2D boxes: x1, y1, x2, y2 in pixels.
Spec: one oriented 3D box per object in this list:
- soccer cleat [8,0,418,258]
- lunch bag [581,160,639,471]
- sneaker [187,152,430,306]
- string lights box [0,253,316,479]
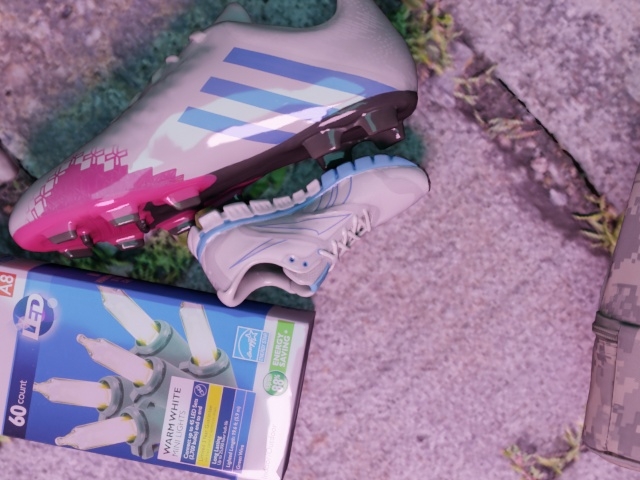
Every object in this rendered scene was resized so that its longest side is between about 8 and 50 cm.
[{"bbox_3d":[-0.091,-0.095,1.164,0.331,0.116,0.143,-21,79,1],"label":"soccer cleat"},{"bbox_3d":[0.353,0.041,1.040,0.305,0.213,0.256,10,99,38],"label":"lunch bag"},{"bbox_3d":[0.000,0.000,1.154,0.191,0.071,0.083,-22,56,-1],"label":"sneaker"},{"bbox_3d":[-0.144,0.099,1.187,0.260,0.077,0.133,10,95,3],"label":"string lights box"}]
